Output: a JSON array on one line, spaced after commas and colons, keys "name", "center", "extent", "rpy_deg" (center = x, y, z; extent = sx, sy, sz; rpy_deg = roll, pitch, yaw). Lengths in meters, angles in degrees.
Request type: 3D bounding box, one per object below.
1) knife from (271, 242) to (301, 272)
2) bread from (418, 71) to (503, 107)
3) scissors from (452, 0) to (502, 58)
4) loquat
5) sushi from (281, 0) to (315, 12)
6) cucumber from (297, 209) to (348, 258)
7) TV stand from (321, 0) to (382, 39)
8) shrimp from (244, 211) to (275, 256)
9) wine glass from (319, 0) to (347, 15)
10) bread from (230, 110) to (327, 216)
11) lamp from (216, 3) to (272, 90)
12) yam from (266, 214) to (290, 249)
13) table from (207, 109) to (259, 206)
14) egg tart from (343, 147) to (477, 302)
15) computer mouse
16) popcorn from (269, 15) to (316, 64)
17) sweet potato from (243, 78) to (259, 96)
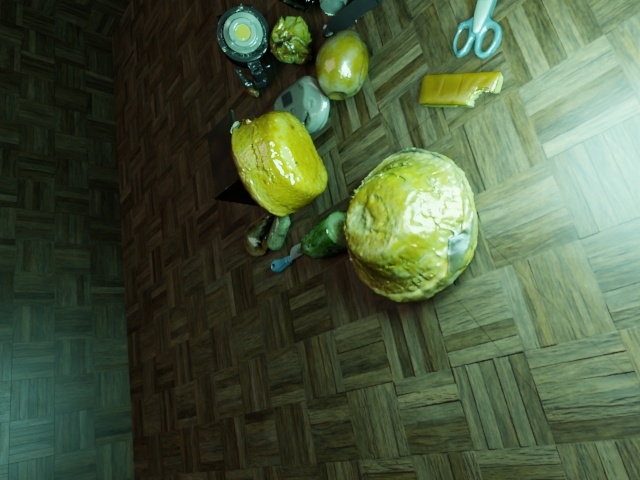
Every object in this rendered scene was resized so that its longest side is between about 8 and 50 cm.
[{"name": "knife", "center": [-0.100, 0.052, 1.692], "extent": [0.244, 0.032, 0.058], "rpy_deg": [-35, 52, 35]}, {"name": "bread", "center": [0.369, -0.399, 1.217], "extent": [0.226, 0.049, 0.088], "rpy_deg": [21, 100, 46]}, {"name": "scissors", "center": [0.431, -0.618, 1.182], "extent": [0.138, 0.041, 0.289], "rpy_deg": [27, 108, 45]}, {"name": "loquat", "center": [0.071, -0.569, 1.477], "extent": [0.179, 0.179, 0.227], "rpy_deg": [0, 78, 48]}, {"name": "sushi", "center": [-0.094, -0.953, 1.739], "extent": [0.225, 0.127, 0.124], "rpy_deg": [50, 122, 48]}, {"name": "cucumber", "center": [0.002, 0.002, 1.517], "extent": [0.244, 0.134, 0.134], "rpy_deg": [-26, 66, 46]}, {"name": "TV stand", "center": [0.104, -0.771, 1.562], "extent": [0.257, 0.040, 0.048], "rpy_deg": [-15, 74, 46]}, {"name": "shrimp", "center": [-0.236, -0.021, 1.825], "extent": [0.254, 0.059, 0.145], "rpy_deg": [-31, 66, 41]}, {"name": "wine glass", "center": [0.052, -0.899, 1.583], "extent": [0.111, 0.111, 0.204], "rpy_deg": [-3, 78, 47]}, {"name": "bread", "center": [-0.133, -0.271, 1.542], "extent": [0.204, 0.337, 0.358], "rpy_deg": [-26, 94, 26]}, {"name": "lamp", "center": [-0.305, -0.817, 1.828], "extent": [0.272, 0.205, 0.373], "rpy_deg": [93, 157, -85]}, {"name": "yam", "center": [-0.155, -0.039, 1.729], "extent": [0.070, 0.070, 0.146], "rpy_deg": [39, 113, 43]}, {"name": "table", "center": [-0.274, -0.306, 1.763], "extent": [0.196, 0.251, 0.281], "rpy_deg": [-29, 65, 42]}, {"name": "egg tart", "center": [0.206, -0.049, 1.253], "extent": [0.443, 0.178, 0.442], "rpy_deg": [-11, 75, 48]}, {"name": "computer mouse", "center": [-0.067, -0.479, 1.670], "extent": [0.331, 0.095, 0.197], "rpy_deg": [5, 104, 59]}, {"name": "popcorn", "center": [-0.101, -0.746, 1.717], "extent": [0.168, 0.173, 0.195], "rpy_deg": [-46, 41, 7]}, {"name": "sweet potato", "center": [-0.312, -0.671, 2.002], "extent": [0.056, 0.056, 0.195], "rpy_deg": [-57, 42, 26]}]
